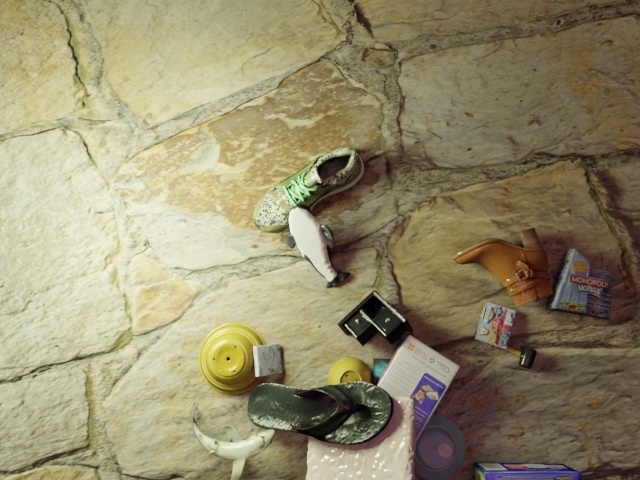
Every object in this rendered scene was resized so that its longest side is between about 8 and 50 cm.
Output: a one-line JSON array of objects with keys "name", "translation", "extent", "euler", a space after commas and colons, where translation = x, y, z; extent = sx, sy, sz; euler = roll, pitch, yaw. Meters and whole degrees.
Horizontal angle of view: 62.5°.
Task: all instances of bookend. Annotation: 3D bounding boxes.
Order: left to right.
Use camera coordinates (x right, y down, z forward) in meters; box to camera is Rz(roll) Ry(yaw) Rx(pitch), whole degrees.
[{"name": "bookend", "translation": [0.161, 0.257, 1.568], "extent": [0.157, 0.072, 0.156], "euler": [-41, 46, -6]}]

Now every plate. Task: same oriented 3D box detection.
[{"name": "plate", "translation": [0.338, 0.614, 1.560], "extent": [0.188, 0.024, 0.188], "euler": [0, 78, 1]}]

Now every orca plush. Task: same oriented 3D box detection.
[{"name": "orca plush", "translation": [0.000, 0.000, 1.640], "extent": [0.151, 0.102, 0.287], "euler": [-33, 106, 31]}]

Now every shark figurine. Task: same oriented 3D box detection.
[{"name": "shark figurine", "translation": [-0.281, 0.585, 1.534], "extent": [0.278, 0.116, 0.166], "euler": [17, 77, 12]}]

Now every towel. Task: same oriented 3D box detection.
[{"name": "towel", "translation": [0.108, 0.600, 1.443], "extent": [0.316, 0.053, 0.332], "euler": [-8, 64, 26]}]

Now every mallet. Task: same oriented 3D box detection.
[{"name": "mallet", "translation": [0.566, 0.317, 1.608], "extent": [0.189, 0.039, 0.062], "euler": [32, 81, 11]}]

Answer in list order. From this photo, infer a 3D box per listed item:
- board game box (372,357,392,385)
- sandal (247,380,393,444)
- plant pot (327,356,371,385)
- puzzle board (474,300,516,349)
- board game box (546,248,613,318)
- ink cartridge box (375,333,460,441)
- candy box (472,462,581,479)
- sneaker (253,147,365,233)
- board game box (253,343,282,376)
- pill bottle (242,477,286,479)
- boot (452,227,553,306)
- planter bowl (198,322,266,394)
[{"name": "board game box", "translation": [0.251, 0.424, 1.596], "extent": [0.186, 0.026, 0.126], "euler": [1, 79, 1]}, {"name": "sandal", "translation": [-0.019, 0.478, 1.469], "extent": [0.445, 0.107, 0.168], "euler": [-7, 69, 23]}, {"name": "plant pot", "translation": [0.088, 0.415, 1.565], "extent": [0.134, 0.095, 0.134], "euler": [0, 79, 1]}, {"name": "puzzle board", "translation": [0.537, 0.257, 1.613], "extent": [0.096, 0.011, 0.128], "euler": [18, 71, 12]}, {"name": "board game box", "translation": [0.807, 0.130, 1.618], "extent": [0.194, 0.060, 0.194], "euler": [9, 80, -1]}, {"name": "ink cartridge box", "translation": [0.237, 0.477, 1.540], "extent": [0.175, 0.069, 0.371], "euler": [32, 83, 5]}, {"name": "candy box", "translation": [0.568, 0.785, 1.437], "extent": [0.267, 0.122, 0.318], "euler": [1, 78, 0]}, {"name": "sneaker", "translation": [-0.042, -0.177, 1.634], "extent": [0.410, 0.182, 0.158], "euler": [-36, 81, -5]}, {"name": "board game box", "translation": [-0.159, 0.360, 1.591], "extent": [0.020, 0.090, 0.090], "euler": [-17, 74, 44]}, {"name": "pill bottle", "translation": [-0.166, 0.860, 1.433], "extent": [0.204, 0.204, 0.362], "euler": [-1, 80, 1]}, {"name": "boot", "translation": [0.565, 0.098, 1.623], "extent": [0.283, 0.109, 0.220], "euler": [-13, 83, -9]}, {"name": "planter bowl", "translation": [-0.270, 0.356, 1.586], "extent": [0.217, 0.090, 0.217], "euler": [0, 79, 0]}]
